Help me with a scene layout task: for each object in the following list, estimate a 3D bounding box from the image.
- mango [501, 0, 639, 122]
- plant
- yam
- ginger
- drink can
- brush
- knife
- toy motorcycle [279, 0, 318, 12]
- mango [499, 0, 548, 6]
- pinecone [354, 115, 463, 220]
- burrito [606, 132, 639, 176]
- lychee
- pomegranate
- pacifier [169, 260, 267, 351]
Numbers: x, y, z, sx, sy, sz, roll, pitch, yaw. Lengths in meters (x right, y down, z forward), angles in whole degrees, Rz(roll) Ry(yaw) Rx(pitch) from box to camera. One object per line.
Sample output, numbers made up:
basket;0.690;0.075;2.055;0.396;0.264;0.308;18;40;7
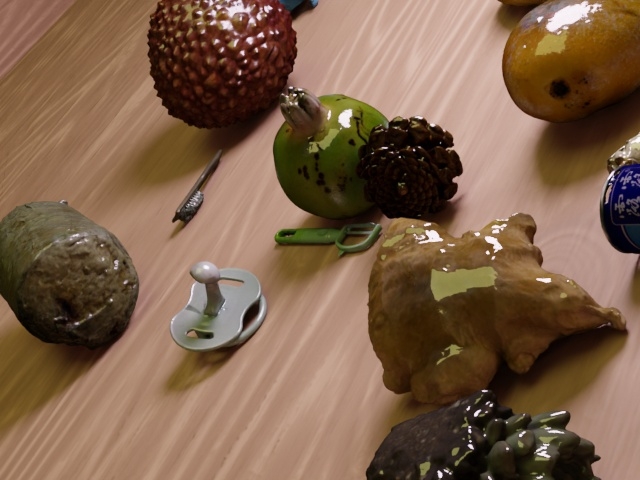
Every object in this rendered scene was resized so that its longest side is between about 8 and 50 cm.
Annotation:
mango;0.352;-0.255;1.494;0.316;0.146;0.192;-38;24;-32
plant;0.139;0.207;1.027;0.194;0.132;0.129;-15;37;45
yam;-0.404;0.051;1.872;0.195;0.195;0.300;-43;26;-10
ginger;0.166;0.072;1.217;0.270;0.123;0.219;4;67;43
drink can;0.389;-0.033;1.140;0.235;0.097;0.097;-1;45;51
brush;-0.199;-0.089;2.016;0.034;0.027;0.190;-63;-1;42
knife;0.001;0.000;1.648;0.212;0.015;0.054;1;54;50
toy motorcycle;-0.108;-0.480;2.432;0.272;0.124;0.182;-36;5;-1
mango;0.371;-0.459;1.730;0.384;0.199;0.221;-24;33;52
pinecone;0.115;-0.097;1.527;0.140;0.140;0.121;-18;18;34
burrito;0.399;-0.124;1.332;0.185;0.041;0.045;-35;44;2
lychee;-0.177;-0.341;2.122;0.275;0.275;0.304;-2;64;49
pomegranate;0.007;-0.128;1.627;0.180;0.210;0.180;-21;47;24
pacifier;-0.138;0.077;1.591;0.126;0.117;0.150;15;49;26
